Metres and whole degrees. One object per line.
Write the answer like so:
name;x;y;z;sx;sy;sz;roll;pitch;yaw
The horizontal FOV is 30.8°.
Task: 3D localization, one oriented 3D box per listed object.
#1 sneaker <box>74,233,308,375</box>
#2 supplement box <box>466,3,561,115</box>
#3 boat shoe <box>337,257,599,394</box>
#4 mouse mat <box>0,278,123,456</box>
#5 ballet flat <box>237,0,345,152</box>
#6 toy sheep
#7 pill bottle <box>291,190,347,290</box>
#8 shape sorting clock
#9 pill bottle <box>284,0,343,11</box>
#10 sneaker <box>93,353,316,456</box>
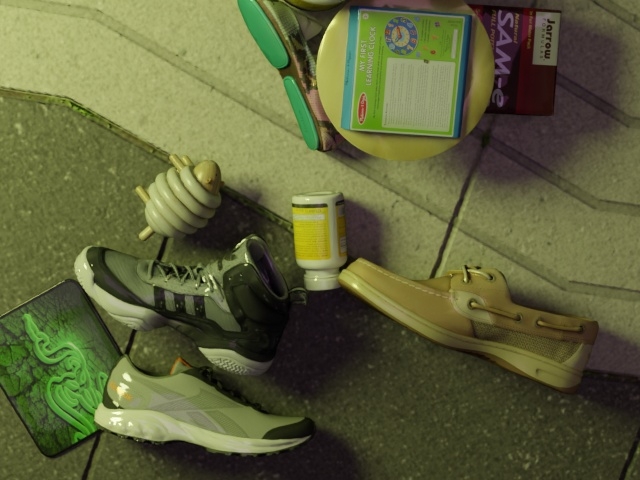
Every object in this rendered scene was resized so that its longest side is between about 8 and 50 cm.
sneaker;-0.146;0.044;1.378;0.268;0.101;0.153;29;117;-14
supplement box;0.162;-0.220;1.401;0.239;0.073;0.130;2;98;-6
boat shoe;0.183;0.081;1.429;0.341;0.121;0.110;23;91;-18
mouse mat;-0.324;0.160;1.446;0.152;0.007;0.190;-30;100;0
ballet flat;-0.021;-0.215;1.393;0.079;0.077;0.221;-32;105;-18
toy sheep;-0.170;-0.047;1.393;0.132;0.091;0.091;-43;99;16
pill bottle;0.000;0.000;1.421;0.065;0.065;0.116;-4;98;-4
shape sorting clock;0.098;-0.195;1.341;0.206;0.040;0.206;-1;102;-3
pill bottle;0.000;-0.321;1.304;0.119;0.208;0.119;-1;99;-5
sneaker;-0.135;0.205;1.424;0.271;0.100;0.108;11;83;-9
